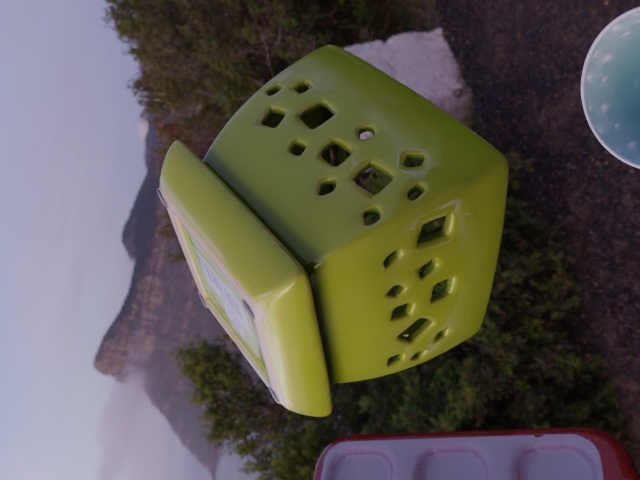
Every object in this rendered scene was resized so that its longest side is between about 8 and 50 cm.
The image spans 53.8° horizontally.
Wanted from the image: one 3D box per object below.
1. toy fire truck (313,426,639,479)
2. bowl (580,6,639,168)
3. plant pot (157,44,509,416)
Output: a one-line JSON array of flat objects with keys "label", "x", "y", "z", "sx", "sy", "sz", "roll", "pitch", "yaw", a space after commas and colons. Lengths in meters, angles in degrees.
[{"label": "toy fire truck", "x": 0.121, "y": 0.192, "z": 0.264, "sx": 0.169, "sy": 0.302, "sz": 0.253, "roll": 58, "pitch": -149, "yaw": -39}, {"label": "bowl", "x": 0.683, "y": -0.303, "z": 1.210, "sx": 0.311, "sy": 0.163, "sz": 0.311, "roll": 42, "pitch": 144, "yaw": 42}, {"label": "plant pot", "x": 0.000, "y": 0.000, "z": 0.555, "sx": 0.228, "sy": 0.207, "sz": 0.227, "roll": 45, "pitch": 156, "yaw": 36}]
